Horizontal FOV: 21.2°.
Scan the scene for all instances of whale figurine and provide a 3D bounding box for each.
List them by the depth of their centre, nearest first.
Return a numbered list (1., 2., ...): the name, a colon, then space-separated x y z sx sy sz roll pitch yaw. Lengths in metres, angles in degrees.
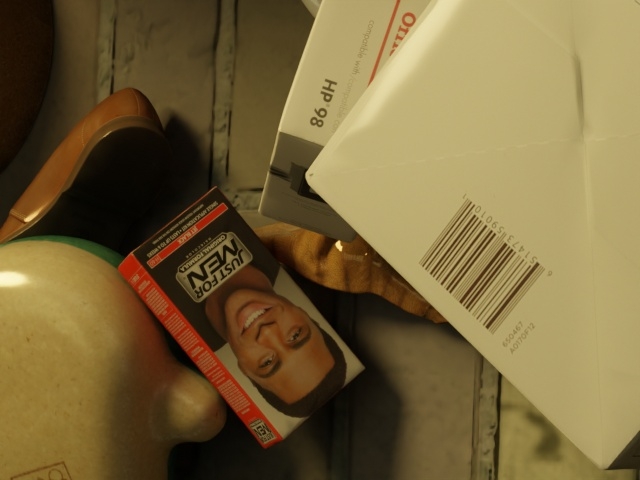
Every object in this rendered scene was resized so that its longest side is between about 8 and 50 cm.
1. whale figurine: -0.148 0.127 1.085 0.216 0.141 0.272 -21 97 18

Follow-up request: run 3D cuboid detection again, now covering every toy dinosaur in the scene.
1. toy dinosaur: 0.000 0.000 1.031 0.211 0.064 0.112 13 92 32

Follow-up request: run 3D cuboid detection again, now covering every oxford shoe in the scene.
1. oxford shoe: -0.172 -0.015 1.147 0.212 0.076 0.076 -46 33 21

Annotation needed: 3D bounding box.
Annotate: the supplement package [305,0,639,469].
1. supplement package: 0.175 -0.028 0.808 0.199 0.262 0.198 45 107 27

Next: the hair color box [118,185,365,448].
1. hair color box: -0.047 0.046 1.016 0.141 0.072 0.043 50 157 -1

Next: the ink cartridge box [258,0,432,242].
1. ink cartridge box: 0.016 -0.077 0.907 0.060 0.180 0.104 19 73 -1

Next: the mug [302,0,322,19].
1. mug: 0.054 -0.266 0.935 0.328 0.276 0.374 28 130 36

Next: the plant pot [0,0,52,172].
1. plant pot: -0.355 -0.150 1.156 0.237 0.254 0.237 -5 81 32
